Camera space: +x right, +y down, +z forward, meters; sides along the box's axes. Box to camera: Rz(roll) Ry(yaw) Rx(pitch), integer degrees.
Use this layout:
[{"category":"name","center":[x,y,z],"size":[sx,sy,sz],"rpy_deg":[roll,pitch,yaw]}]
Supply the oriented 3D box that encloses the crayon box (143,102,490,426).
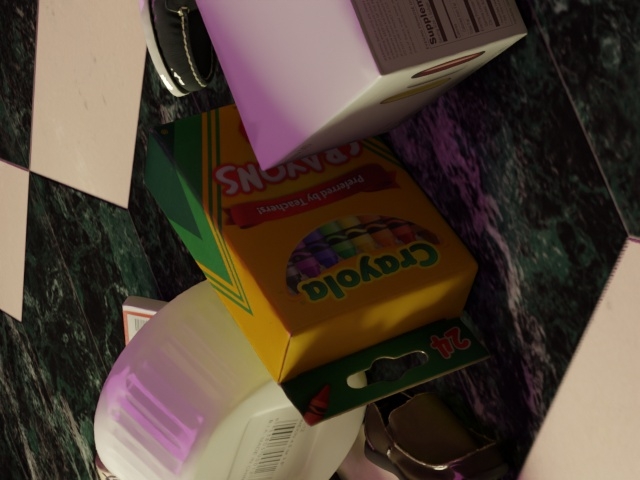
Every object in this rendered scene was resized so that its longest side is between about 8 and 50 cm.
[{"category":"crayon box","center":[0.000,0.000,1.528],"size":[0.318,0.202,0.081],"rpy_deg":[54,149,30]}]

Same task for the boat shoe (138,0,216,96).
[{"category":"boat shoe","center":[-0.135,-0.291,1.712],"size":[0.114,0.091,0.302],"rpy_deg":[-67,-28,-58]}]

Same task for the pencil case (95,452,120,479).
[{"category":"pencil case","center":[-0.182,0.426,2.197],"size":[0.183,0.160,0.410],"rpy_deg":[-147,45,-66]}]

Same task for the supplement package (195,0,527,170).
[{"category":"supplement package","center":[0.020,-0.203,1.418],"size":[0.262,0.145,0.204],"rpy_deg":[-33,77,64]}]

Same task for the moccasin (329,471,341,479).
[{"category":"moccasin","center":[0.023,0.432,1.831],"size":[0.380,0.139,0.147],"rpy_deg":[58,152,26]}]

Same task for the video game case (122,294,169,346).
[{"category":"video game case","center":[-0.126,0.203,1.964],"size":[0.204,0.025,0.285],"rpy_deg":[10,124,16]}]

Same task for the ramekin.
[{"category":"ramekin","center":[-0.082,0.178,1.732],"size":[0.135,0.277,0.277],"rpy_deg":[40,141,36]}]

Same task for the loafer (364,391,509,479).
[{"category":"loafer","center":[0.097,0.187,1.593],"size":[0.220,0.080,0.078],"rpy_deg":[9,115,61]}]
